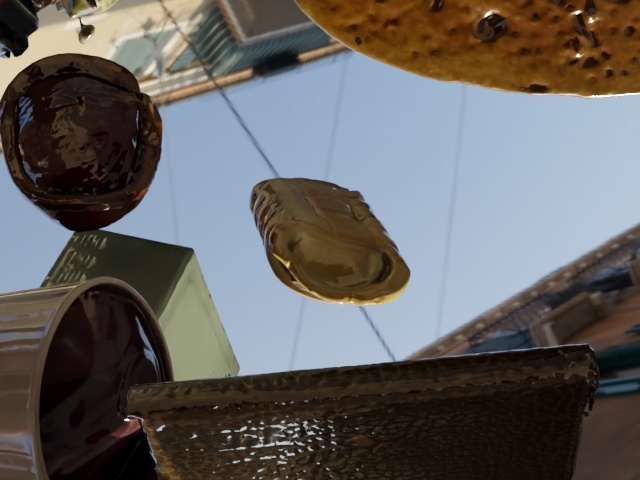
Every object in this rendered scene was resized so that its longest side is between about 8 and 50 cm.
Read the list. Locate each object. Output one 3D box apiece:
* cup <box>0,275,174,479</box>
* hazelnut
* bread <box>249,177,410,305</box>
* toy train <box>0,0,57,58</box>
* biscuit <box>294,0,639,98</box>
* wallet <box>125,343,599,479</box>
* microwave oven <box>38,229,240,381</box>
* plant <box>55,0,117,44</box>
[{"bbox_3d":[-0.284,0.185,0.816,0.208,0.273,0.288,-48,-51,-63],"label":"cup"},{"bbox_3d":[-0.270,-0.109,0.988,0.170,0.160,0.201,-23,-90,-37],"label":"hazelnut"},{"bbox_3d":[0.000,0.000,0.897,0.134,0.225,0.081,11,-69,-15],"label":"bread"},{"bbox_3d":[-0.424,-0.331,0.923,0.369,0.163,0.231,49,-166,-51],"label":"toy train"},{"bbox_3d":[0.151,-0.254,0.589,0.394,0.350,0.070,14,-137,3],"label":"biscuit"},{"bbox_3d":[0.025,0.110,0.501,0.243,0.133,0.039,-6,-136,3],"label":"wallet"},{"bbox_3d":[-0.244,0.157,1.117,0.181,0.295,0.237,11,-124,16],"label":"microwave oven"},{"bbox_3d":[-0.387,-0.480,1.343,0.180,0.251,0.333,-44,-65,-19],"label":"plant"}]
